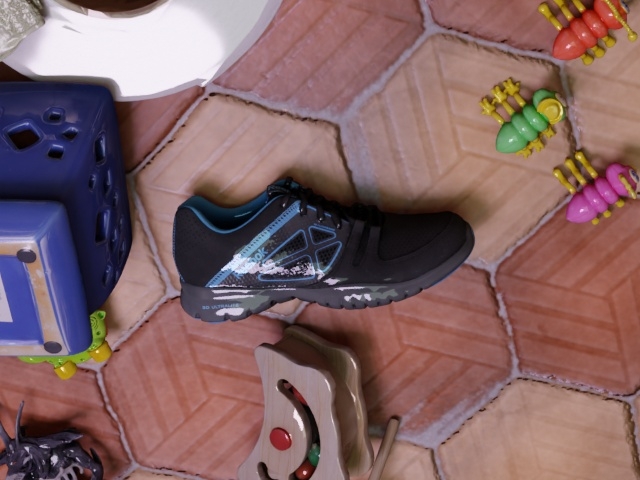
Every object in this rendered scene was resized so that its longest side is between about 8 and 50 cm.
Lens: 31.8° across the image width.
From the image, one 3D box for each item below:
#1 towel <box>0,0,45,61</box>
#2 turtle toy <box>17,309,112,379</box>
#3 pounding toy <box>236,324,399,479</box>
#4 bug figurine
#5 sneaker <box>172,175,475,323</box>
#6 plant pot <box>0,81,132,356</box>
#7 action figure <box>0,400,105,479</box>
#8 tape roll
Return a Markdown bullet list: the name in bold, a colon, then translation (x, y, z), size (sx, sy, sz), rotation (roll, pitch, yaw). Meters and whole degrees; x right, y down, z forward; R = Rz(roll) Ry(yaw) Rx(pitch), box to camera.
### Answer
- **towel**: translation (-0.357, -0.246, 1.122), size (0.110, 0.027, 0.148), rotation (-36, 108, 15)
- **turtle toy**: translation (-0.308, 0.110, 1.329), size (0.130, 0.066, 0.095), rotation (-26, 109, 12)
- **pounding toy**: translation (-0.005, 0.231, 1.378), size (0.154, 0.155, 0.270), rotation (1, 106, 31)
- **bug figurine**: translation (0.313, -0.129, 1.217), size (0.216, 0.072, 0.279), rotation (-42, 107, 17)
- **sneaker**: translation (0.000, 0.000, 1.249), size (0.340, 0.125, 0.140), rotation (-9, 108, 2)
- **plant pot**: translation (-0.335, -0.012, 1.167), size (0.235, 0.212, 0.236), rotation (2, 133, 2)
- **action figure**: translation (-0.321, 0.334, 1.389), size (0.164, 0.141, 0.276), rotation (-24, 113, 23)
- **tape roll**: translation (-0.209, -0.332, 1.136), size (0.392, 0.072, 0.392), rotation (0, 113, 1)
